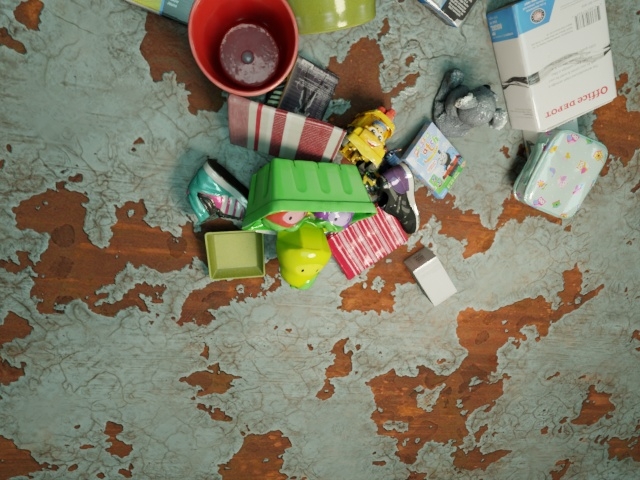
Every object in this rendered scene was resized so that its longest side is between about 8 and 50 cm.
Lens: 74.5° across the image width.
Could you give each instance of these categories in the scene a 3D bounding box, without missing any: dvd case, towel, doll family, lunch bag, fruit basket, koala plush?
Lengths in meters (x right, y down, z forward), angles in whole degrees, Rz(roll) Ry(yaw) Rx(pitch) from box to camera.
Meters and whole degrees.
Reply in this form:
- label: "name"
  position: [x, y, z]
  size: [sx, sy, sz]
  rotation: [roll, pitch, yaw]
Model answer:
- label: "dvd case"
  position: [-0.047, -0.428, 1.295]
  size: [0.164, 0.018, 0.221]
  rotation: [12, 107, -40]
- label: "towel"
  position: [-0.107, -0.311, 1.232]
  size: [0.329, 0.237, 0.037]
  rotation: [15, 72, -7]
- label: "doll family"
  position: [0.197, -0.237, 1.417]
  size: [0.111, 0.076, 0.193]
  rotation: [43, 92, -17]
- label: "lunch bag"
  position: [0.795, -0.232, 1.412]
  size: [0.224, 0.108, 0.279]
  rotation: [19, 106, -8]
- label: "towel"
  position: [0.166, -0.002, 1.495]
  size: [0.275, 0.031, 0.199]
  rotation: [-33, 115, -5]
- label: "fruit basket"
  position: [-0.038, -0.035, 1.277]
  size: [0.392, 0.283, 0.392]
  rotation: [7, 76, -31]
- label: "koala plush"
  position: [0.475, -0.414, 1.323]
  size: [0.196, 0.221, 0.203]
  rotation: [24, 103, -18]

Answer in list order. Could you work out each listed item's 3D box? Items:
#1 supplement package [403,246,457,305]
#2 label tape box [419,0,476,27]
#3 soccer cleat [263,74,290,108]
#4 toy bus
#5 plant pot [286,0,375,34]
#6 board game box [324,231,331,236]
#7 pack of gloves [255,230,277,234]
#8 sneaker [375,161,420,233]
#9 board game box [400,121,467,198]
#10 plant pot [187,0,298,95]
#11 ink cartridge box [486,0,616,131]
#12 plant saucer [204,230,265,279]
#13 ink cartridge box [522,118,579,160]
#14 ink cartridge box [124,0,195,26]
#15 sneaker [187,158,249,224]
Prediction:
- label: "supplement package"
  position: [0.408, 0.134, 1.568]
  size: [0.105, 0.105, 0.179]
  rotation: [-35, 111, 2]
- label: "label tape box"
  position: [0.392, -0.830, 1.184]
  size: [0.240, 0.106, 0.334]
  rotation: [26, 116, -21]
- label: "soccer cleat"
  position: [-0.144, -0.434, 1.290]
  size: [0.179, 0.060, 0.072]
  rotation: [-43, 102, -1]
- label: "toy bus"
  position: [0.156, -0.332, 1.299]
  size: [0.149, 0.220, 0.211]
  rotation: [42, 91, -16]
- label: "plant pot"
  position: [0.006, -0.738, 1.076]
  size: [0.366, 0.366, 0.353]
  rotation: [-14, 123, -6]
- label: "board game box"
  position: [0.000, 0.000, 1.483]
  size: [0.154, 0.026, 0.103]
  rotation: [-13, 111, -6]
- label: "pack of gloves"
  position: [-0.114, -0.130, 1.378]
  size: [0.195, 0.046, 0.232]
  rotation: [8, 93, -33]
- label: "sneaker"
  position: [0.249, -0.123, 1.419]
  size: [0.124, 0.107, 0.283]
  rotation: [-27, 130, -8]
- label: "board game box"
  position: [0.386, -0.268, 1.426]
  size: [0.211, 0.039, 0.160]
  rotation: [38, 83, -25]
- label: "plant pot"
  position: [-0.199, -0.518, 1.132]
  size: [0.274, 0.243, 0.275]
  rotation: [-1, 102, -6]
- label: "ink cartridge box"
  position: [0.737, -0.587, 1.342]
  size: [0.285, 0.166, 0.395]
  rotation: [-24, 111, -1]
- label: "plant saucer"
  position: [-0.285, 0.040, 1.420]
  size: [0.188, 0.045, 0.188]
  rotation: [-4, 121, -10]
- label: "ink cartridge box"
  position: [0.821, -0.334, 1.489]
  size: [0.154, 0.093, 0.212]
  rotation: [-24, 114, -2]
- label: "ink cartridge box"
  position: [-0.423, -0.767, 1.109]
  size: [0.303, 0.072, 0.307]
  rotation: [16, 107, -15]
- label: "sneaker"
  position: [-0.309, -0.099, 1.340]
  size: [0.178, 0.124, 0.295]
  rotation: [-37, 122, 13]
